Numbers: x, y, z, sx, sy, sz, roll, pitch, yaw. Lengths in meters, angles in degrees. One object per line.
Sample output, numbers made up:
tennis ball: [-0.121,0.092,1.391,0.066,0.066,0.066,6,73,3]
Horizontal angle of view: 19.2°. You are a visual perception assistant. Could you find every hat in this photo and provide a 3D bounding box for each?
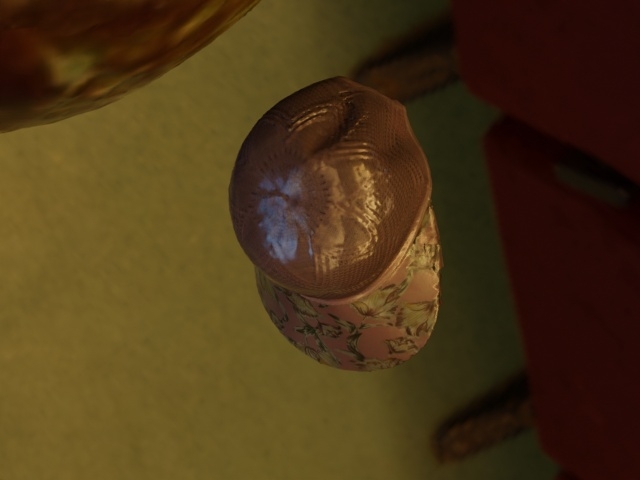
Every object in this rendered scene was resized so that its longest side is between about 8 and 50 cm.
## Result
hat: [-0.001,0.003,0.471,0.042,0.058,0.087,-35,149,-45]

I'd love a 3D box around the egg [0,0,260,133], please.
egg: [-0.094,-0.155,0.562,0.289,0.238,0.238,-18,127,-21]
